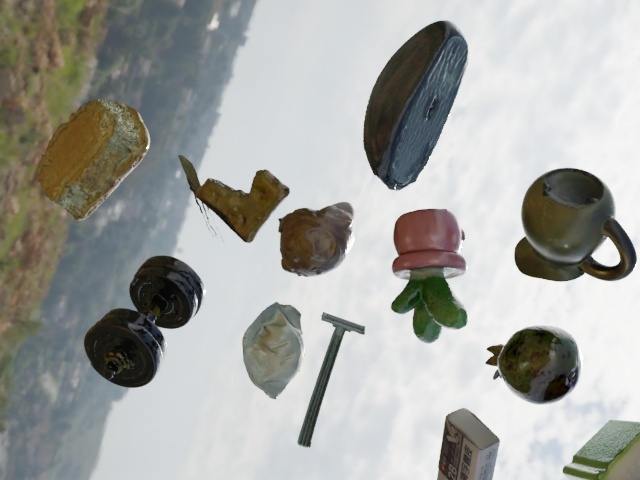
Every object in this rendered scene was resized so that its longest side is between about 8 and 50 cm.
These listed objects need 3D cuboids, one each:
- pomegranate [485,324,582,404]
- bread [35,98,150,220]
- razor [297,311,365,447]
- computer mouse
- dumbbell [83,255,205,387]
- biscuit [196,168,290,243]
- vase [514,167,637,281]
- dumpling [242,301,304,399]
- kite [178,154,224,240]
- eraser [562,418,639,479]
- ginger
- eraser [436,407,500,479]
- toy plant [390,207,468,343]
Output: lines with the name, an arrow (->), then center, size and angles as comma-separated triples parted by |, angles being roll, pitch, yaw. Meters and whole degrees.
pomegranate -> 0.554, 0.338, 2.473 | 0.286, 0.231, 0.231 | -14, -130, 38
bread -> -0.452, -0.167, 1.833 | 0.245, 0.121, 0.174 | -45, -124, 8
razor -> 0.004, 0.203, 1.324 | 0.037, 0.068, 0.191 | 122, -13, -79
computer mouse -> 0.191, -0.289, 1.950 | 0.203, 0.114, 0.374 | 29, 85, -55
dumbbell -> -0.402, 0.183, 2.138 | 0.185, 0.185, 0.388 | -64, 179, 38
biscuit -> -0.172, -0.103, 2.060 | 0.183, 0.174, 0.039 | -46, 175, 28
vase -> 0.675, -0.007, 2.416 | 0.241, 0.329, 0.302 | -36, 144, -31
dumpling -> -0.105, 0.229, 1.953 | 0.111, 0.155, 0.181 | -34, -139, 33
kite -> -0.341, -0.112, 2.636 | 0.152, 0.015, 0.285 | 32, -33, 62
eraser -> 0.743, 0.550, 2.327 | 0.210, 0.092, 0.274 | -42, 177, -7
ginger -> 0.003, -0.001, 2.814 | 0.200, 0.269, 0.223 | -35, -116, 55
eraser -> 0.319, 0.485, 2.017 | 0.124, 0.068, 0.210 | 40, -42, 44
toy plant -> 0.306, 0.090, 2.530 | 0.317, 0.211, 0.356 | 127, -31, -70
